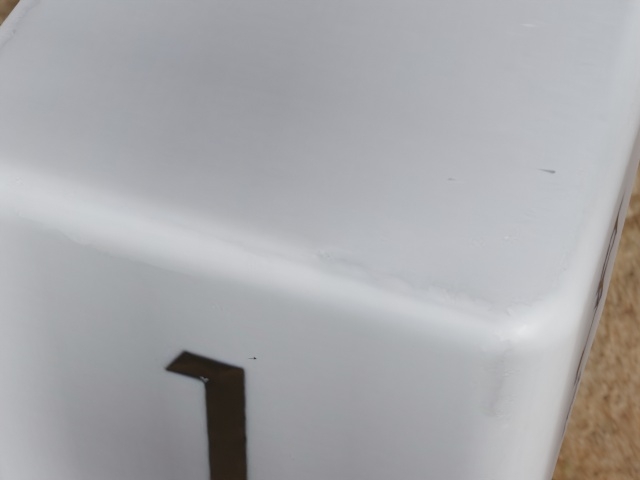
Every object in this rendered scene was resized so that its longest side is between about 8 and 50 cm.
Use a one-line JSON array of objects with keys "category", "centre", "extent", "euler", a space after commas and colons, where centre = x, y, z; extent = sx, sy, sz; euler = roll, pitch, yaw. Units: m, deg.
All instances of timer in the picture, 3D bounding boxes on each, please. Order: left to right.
[{"category": "timer", "centre": [0.000, 0.000, 0.532], "extent": [0.194, 0.195, 0.192], "euler": [15, 49, 13]}]
